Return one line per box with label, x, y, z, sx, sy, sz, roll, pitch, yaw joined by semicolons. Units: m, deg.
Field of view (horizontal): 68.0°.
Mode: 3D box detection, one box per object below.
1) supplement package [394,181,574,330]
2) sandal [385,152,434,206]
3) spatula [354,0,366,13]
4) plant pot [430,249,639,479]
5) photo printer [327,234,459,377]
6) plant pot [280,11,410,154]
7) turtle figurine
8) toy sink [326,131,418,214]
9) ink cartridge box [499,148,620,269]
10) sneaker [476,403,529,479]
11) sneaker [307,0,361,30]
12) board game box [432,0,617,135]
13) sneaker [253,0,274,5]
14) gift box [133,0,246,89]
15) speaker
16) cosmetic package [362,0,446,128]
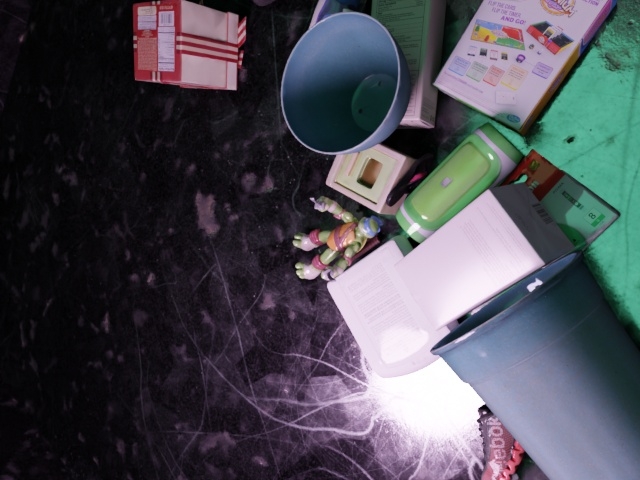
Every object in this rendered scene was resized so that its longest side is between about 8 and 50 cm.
supplement package;0.341;0.036;1.022;0.293;0.175;0.177;-45;68;41
sandal;0.227;-0.141;1.154;0.040;0.067;0.179;33;68;26
spatula;0.106;-0.602;1.157;0.084;0.030;0.296;16;86;43
plant pot;0.442;0.251;0.884;0.341;0.341;0.334;-41;76;26
photo printer;0.187;0.178;1.198;0.256;0.107;0.307;-38;73;27
plant pot;0.085;-0.329;1.067;0.290;0.195;0.290;1;93;34
turtle figurine;0.000;0.000;1.230;0.266;0.275;0.198;-31;91;49
toy sink;0.112;-0.186;1.221;0.234;0.131;0.152;33;108;27
ink cartridge box;0.484;-0.062;1.028;0.224;0.056;0.181;46;121;20
sneaker;0.408;0.448;1.074;0.135;0.098;0.276;24;101;29
sneaker;0.072;-0.498;1.235;0.236;0.130;0.323;47;116;25
board game box;0.439;-0.431;1.051;0.242;0.064;0.316;40;111;25
sneaker;-0.062;-0.748;1.321;0.330;0.122;0.146;-28;75;30
gift box;-0.387;-0.604;1.445;0.255;0.258;0.276;19;109;30
speaker;0.315;-0.125;1.101;0.296;0.131;0.131;-47;68;24
cosmetic package;0.205;-0.440;1.169;0.160;0.113;0.309;9;95;32
